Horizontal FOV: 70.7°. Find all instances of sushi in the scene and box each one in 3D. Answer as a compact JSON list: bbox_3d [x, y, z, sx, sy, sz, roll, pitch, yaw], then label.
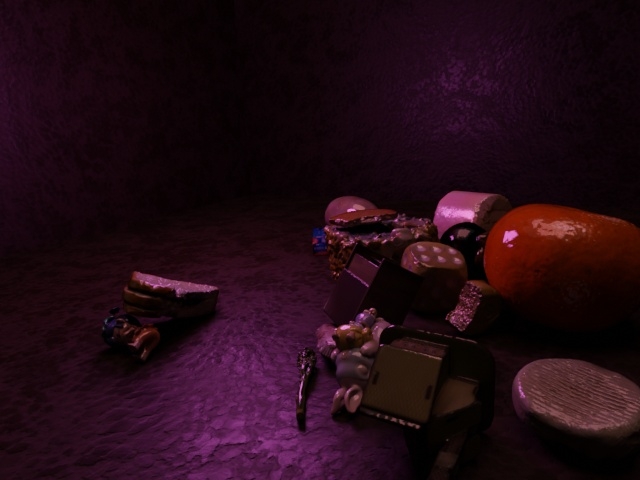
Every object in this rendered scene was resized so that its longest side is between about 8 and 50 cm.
[{"bbox_3d":[0.234,0.042,1.632,0.397,0.239,0.351,-11,17,-18],"label":"sushi"}]

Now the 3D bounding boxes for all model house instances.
[{"bbox_3d":[0.149,0.301,0.754,0.219,0.204,0.279,5,24,33],"label":"model house"}]

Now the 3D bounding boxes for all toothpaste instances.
[{"bbox_3d":[0.001,0.000,2.186,0.077,0.065,0.320,-3,15,1],"label":"toothpaste"}]

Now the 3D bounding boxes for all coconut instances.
[{"bbox_3d":[0.627,-0.069,1.914,0.298,0.297,0.310,-12,13,-30],"label":"coconut"}]

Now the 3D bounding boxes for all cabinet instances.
[{"bbox_3d":[0.143,0.146,1.213,0.148,0.215,0.175,24,4,-24],"label":"cabinet"}]

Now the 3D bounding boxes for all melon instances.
[{"bbox_3d":[0.159,-0.113,2.285,0.223,0.222,0.317,-16,24,-42],"label":"melon"}]

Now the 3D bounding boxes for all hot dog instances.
[{"bbox_3d":[0.041,0.261,1.164,0.108,0.058,0.191,5,8,-4],"label":"hot dog"}]

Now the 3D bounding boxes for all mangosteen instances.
[{"bbox_3d":[0.556,0.042,1.643,0.212,0.211,0.250,-14,28,-37],"label":"mangosteen"}]

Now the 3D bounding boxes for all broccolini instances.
[{"bbox_3d":[-0.039,0.314,1.002,0.051,0.054,0.239,12,18,1],"label":"broccolini"}]

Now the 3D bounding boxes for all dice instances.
[{"bbox_3d":[0.344,0.112,1.393,0.169,0.169,0.166,4,29,-5],"label":"dice"}]

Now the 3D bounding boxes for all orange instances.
[{"bbox_3d":[0.665,0.074,1.235,0.425,0.325,0.424,10,10,-2],"label":"orange"}]

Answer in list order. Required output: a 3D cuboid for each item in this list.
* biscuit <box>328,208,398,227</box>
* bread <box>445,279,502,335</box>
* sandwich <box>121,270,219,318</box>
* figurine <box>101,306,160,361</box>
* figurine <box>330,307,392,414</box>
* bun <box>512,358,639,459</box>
[{"bbox_3d":[0.158,-0.080,1.608,0.229,0.031,0.176,2,20,29],"label":"biscuit"},{"bbox_3d":[0.427,0.187,1.225,0.125,0.156,0.086,20,10,-22],"label":"bread"},{"bbox_3d":[-0.434,0.174,1.342,0.289,0.099,0.254,15,-3,-23],"label":"sandwich"},{"bbox_3d":[-0.516,0.260,1.230,0.195,0.111,0.102,9,36,30],"label":"figurine"},{"bbox_3d":[0.083,0.260,0.983,0.127,0.155,0.236,-5,12,34],"label":"figurine"},{"bbox_3d":[0.462,0.304,0.814,0.222,0.108,0.221,-8,21,3],"label":"bun"}]
